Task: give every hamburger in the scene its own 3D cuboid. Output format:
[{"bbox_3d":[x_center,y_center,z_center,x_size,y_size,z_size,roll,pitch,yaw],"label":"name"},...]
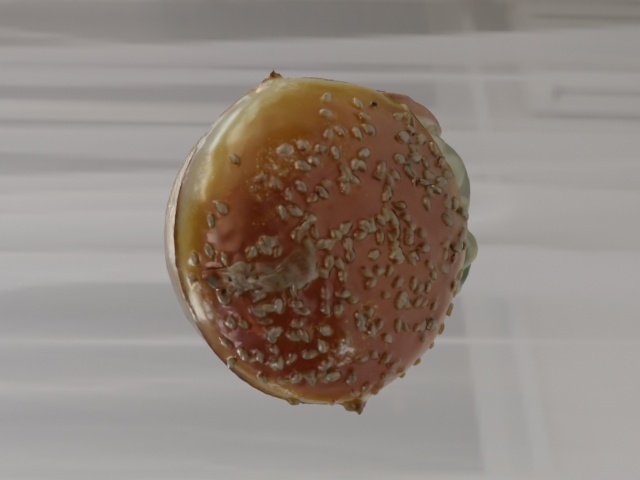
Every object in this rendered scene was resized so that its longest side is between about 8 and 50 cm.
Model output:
[{"bbox_3d":[-0.002,-0.003,1.028,0.147,0.236,0.237,-8,79,49],"label":"hamburger"}]
